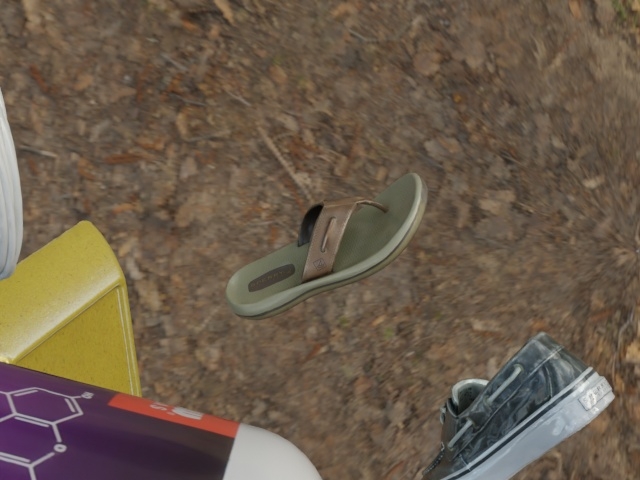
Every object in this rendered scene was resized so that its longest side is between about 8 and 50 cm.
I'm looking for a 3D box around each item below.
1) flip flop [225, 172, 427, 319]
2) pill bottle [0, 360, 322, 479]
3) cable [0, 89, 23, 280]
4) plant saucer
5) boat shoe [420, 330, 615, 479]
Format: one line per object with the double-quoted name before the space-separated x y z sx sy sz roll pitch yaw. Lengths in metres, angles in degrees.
"flip flop" 0.000 0.000 1.354 0.277 0.112 0.080 -26 124 14
"pill bottle" -0.118 0.125 0.353 0.323 0.181 0.181 14 93 -2
"cable" -0.364 -0.080 1.107 0.257 0.089 0.257 -39 71 57
"plant saucer" -0.313 0.187 1.384 0.081 0.333 0.332 6 115 22
"boat shoe" 0.194 0.203 1.297 0.119 0.121 0.335 54 137 13
